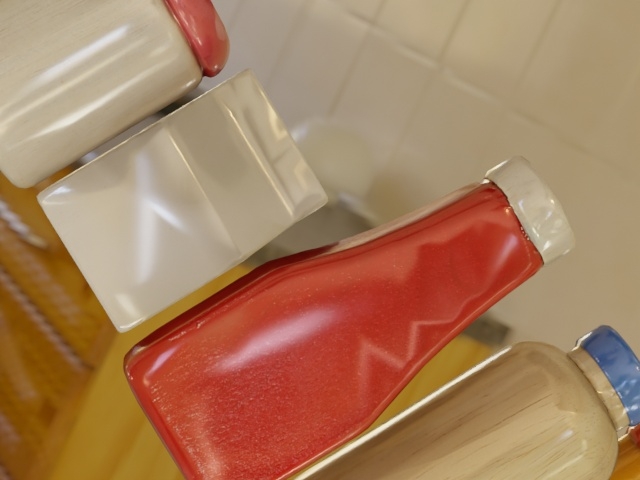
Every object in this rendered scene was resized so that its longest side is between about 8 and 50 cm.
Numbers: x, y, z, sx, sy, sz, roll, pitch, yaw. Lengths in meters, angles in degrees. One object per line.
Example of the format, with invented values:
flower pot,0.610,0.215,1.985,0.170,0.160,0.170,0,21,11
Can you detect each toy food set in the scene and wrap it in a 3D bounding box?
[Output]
toy food set,0.000,0.000,0.440,0.232,0.104,0.111,59,-3,-5
